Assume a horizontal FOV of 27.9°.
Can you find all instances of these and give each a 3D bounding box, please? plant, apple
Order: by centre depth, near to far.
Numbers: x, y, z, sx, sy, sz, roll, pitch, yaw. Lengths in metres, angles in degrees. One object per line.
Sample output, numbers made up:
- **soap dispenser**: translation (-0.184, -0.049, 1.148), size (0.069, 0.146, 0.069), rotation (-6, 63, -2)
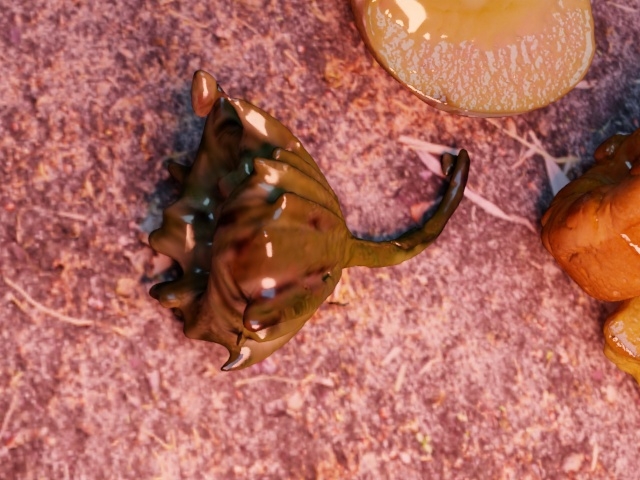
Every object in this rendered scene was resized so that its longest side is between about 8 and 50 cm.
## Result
- **plant**: translation (0.022, -0.004, 1.137), size (0.333, 0.180, 0.251), rotation (6, 79, -24)
- **apple**: translation (0.140, -0.212, 1.287), size (0.265, 0.120, 0.193), rotation (2, 82, -19)

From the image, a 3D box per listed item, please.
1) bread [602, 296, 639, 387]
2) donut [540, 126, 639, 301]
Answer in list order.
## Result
- **bread**: translation (0.376, 0.082, 1.292), size (0.161, 0.088, 0.233), rotation (50, 58, -4)
- **donut**: translation (0.316, -0.041, 1.235), size (0.114, 0.226, 0.226), rotation (49, 61, -7)
